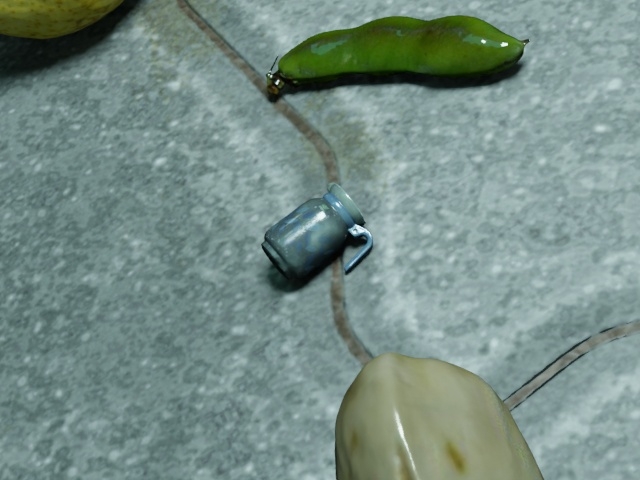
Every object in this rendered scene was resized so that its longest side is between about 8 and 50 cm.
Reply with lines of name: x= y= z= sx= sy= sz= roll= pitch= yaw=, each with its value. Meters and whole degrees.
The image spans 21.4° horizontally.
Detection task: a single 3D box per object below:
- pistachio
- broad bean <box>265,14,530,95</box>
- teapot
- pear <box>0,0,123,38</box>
pistachio: x=0.082 y=0.183 z=1.124 sx=0.137 sy=0.153 sz=0.238 roll=-26 pitch=71 yaw=21
broad bean: x=0.067 y=-0.167 z=1.489 sx=0.254 sy=0.046 sz=0.065 roll=-2 pitch=59 yaw=29
teapot: x=-0.002 y=-0.003 z=1.386 sx=0.083 sy=0.049 sz=0.063 roll=-38 pitch=45 yaw=-5
pear: x=-0.286 y=-0.326 z=1.678 sx=0.271 sy=0.271 sz=0.271 roll=-15 pitch=47 yaw=17
